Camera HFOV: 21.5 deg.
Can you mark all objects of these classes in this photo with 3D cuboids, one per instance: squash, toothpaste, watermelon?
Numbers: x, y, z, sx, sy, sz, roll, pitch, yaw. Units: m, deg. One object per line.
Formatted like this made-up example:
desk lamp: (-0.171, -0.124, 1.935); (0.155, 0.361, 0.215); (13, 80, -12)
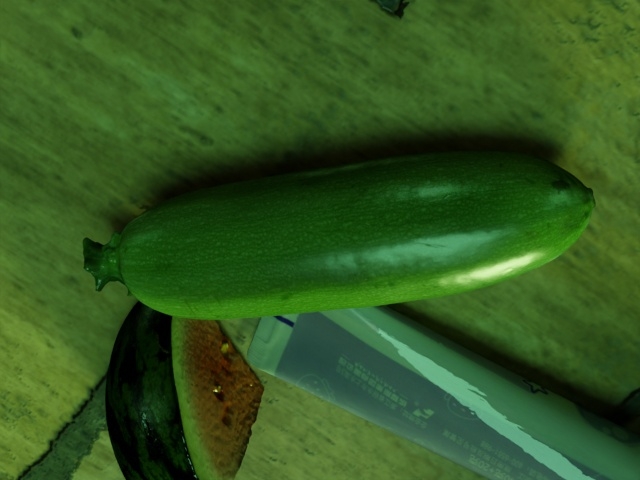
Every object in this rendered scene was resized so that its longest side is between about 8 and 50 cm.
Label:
squash: (0.000, 0.000, 1.216); (0.395, 0.107, 0.107); (-7, 125, 24)
toothpaste: (0.120, 0.135, 1.307); (0.371, 0.080, 0.125); (25, 131, 5)
watermelon: (-0.134, 0.136, 1.370); (0.145, 0.193, 0.137); (-16, 165, 30)
